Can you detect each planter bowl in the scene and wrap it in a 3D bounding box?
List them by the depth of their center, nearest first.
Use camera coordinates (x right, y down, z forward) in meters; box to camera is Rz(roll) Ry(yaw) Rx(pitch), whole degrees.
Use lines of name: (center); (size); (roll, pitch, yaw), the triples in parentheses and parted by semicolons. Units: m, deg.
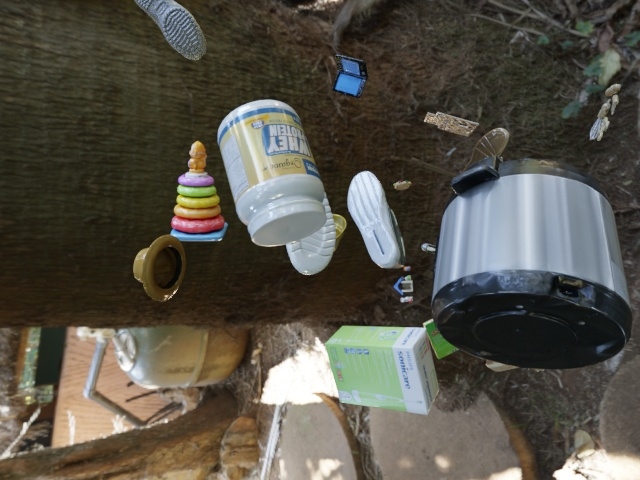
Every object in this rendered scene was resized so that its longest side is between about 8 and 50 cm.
planter bowl: (0.000, 0.000, 1.445); (0.217, 0.217, 0.090); (32, 148, 54)

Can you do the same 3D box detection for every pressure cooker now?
pressure cooker: (0.454, 0.031, 0.900); (0.370, 0.375, 0.420); (79, -156, -54)

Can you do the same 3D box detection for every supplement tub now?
supplement tub: (-0.077, -0.106, 0.652); (0.144, 0.144, 0.200); (-38, 64, 45)

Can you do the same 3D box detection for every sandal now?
sandal: (-0.049, -0.082, 1.290); (0.102, 0.169, 0.416); (134, 135, -58)

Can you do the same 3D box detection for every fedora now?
fedora: (-0.442, 0.071, 1.086); (0.079, 0.194, 0.194); (6, 87, 12)

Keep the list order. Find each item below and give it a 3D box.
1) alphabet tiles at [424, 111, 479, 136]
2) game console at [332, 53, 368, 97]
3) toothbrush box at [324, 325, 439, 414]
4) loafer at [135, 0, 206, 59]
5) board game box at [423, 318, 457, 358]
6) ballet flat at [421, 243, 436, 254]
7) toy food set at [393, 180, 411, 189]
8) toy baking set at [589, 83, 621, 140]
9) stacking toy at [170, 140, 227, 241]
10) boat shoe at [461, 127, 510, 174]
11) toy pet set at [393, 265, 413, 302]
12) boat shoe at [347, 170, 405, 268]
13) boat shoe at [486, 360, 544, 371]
alphabet tiles: (0.625, -0.566, 1.948); (0.198, 0.237, 0.009); (11, -83, -84)
game console: (0.096, -0.570, 1.392); (0.122, 0.107, 0.071); (26, 71, 26)
toothbrush box: (0.178, 0.372, 1.183); (0.283, 0.122, 0.206); (-7, 103, 35)
loafer: (-0.410, -0.618, 1.141); (0.102, 0.092, 0.268); (-41, 87, 10)
board game box: (0.473, 0.355, 1.527); (0.124, 0.259, 0.039); (-27, 43, 4)
ballet flat: (0.487, 0.041, 1.711); (0.041, 0.114, 0.041); (-168, 90, -75)
toy food set: (0.422, -0.286, 2.073); (0.083, 0.082, 0.020); (-20, 66, 43)
toy baking set: (1.051, -0.472, 1.495); (0.030, 0.256, 0.197); (18, 111, 21)
stacking toy: (-0.380, -0.153, 1.244); (0.175, 0.165, 0.302); (-106, 19, -70)
boat shoe: (0.764, -0.365, 1.822); (0.342, 0.123, 0.123); (106, 145, -48)
toy pet set: (0.283, 0.151, 1.392); (0.065, 0.114, 0.122); (-4, 87, 17)
boat shoe: (0.174, -0.057, 1.257); (0.121, 0.119, 0.335); (-23, 63, 23)
boat shoe: (0.733, 0.397, 1.373); (0.110, 0.121, 0.341); (53, 132, 1)
